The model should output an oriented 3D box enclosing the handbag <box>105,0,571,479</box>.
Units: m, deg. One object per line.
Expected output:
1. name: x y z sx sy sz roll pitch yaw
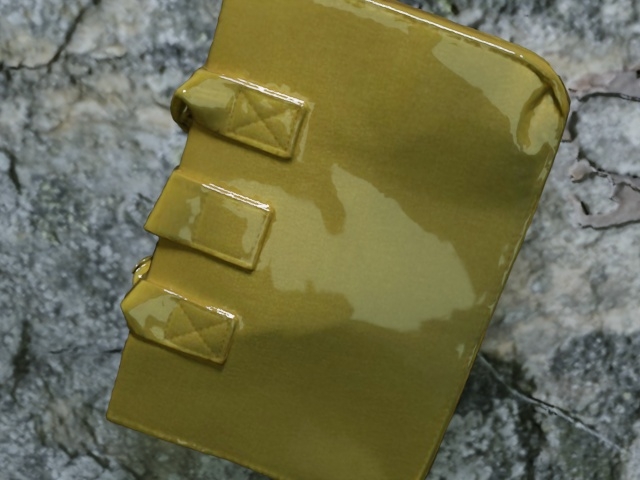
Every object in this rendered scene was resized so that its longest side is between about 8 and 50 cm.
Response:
1. handbag: 0.000 0.000 0.797 0.283 0.133 0.401 19 111 -3
